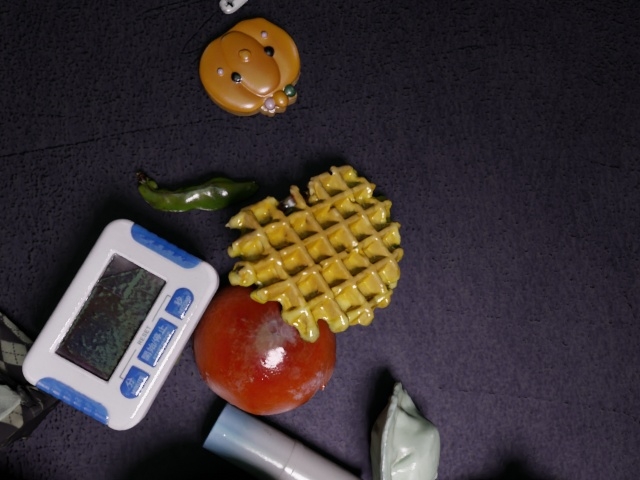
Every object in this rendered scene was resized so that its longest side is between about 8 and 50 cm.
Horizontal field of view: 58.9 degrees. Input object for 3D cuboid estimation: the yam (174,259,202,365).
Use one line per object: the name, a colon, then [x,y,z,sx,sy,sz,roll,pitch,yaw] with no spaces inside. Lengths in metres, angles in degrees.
yam: [-0.222,0.104,0.871,0.068,0.068,0.170,18,86,-3]

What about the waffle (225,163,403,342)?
waffle: [0.001,0.000,0.847,0.283,0.065,0.310,19,56,-14]

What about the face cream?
face cream: [-0.052,0.337,0.854,0.250,0.077,0.077,31,82,-1]

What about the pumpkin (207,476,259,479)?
pumpkin: [-0.140,0.439,0.767,0.295,0.296,0.296,1,84,-5]

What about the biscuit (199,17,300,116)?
biscuit: [-0.109,-0.280,0.930,0.170,0.050,0.171,0,84,-5]

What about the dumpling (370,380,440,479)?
dumpling: [0.129,0.323,0.835,0.107,0.152,0.219,-6,90,-4]

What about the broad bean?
broad bean: [-0.198,-0.073,0.902,0.195,0.046,0.061,4,86,-3]

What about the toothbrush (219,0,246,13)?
toothbrush: [-0.026,-0.518,0.970,0.386,0.040,0.040,-43,89,-8]

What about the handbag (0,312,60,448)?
handbag: [-0.511,0.183,0.658,0.316,0.416,0.180,41,91,0]

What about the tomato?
tomato: [-0.079,0.154,0.840,0.227,0.112,0.199,11,71,-7]

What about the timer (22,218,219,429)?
timer: [-0.271,0.113,0.793,0.178,0.078,0.254,29,82,1]
